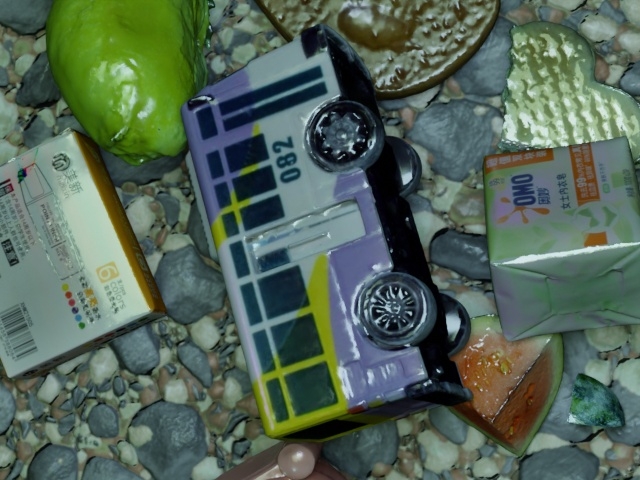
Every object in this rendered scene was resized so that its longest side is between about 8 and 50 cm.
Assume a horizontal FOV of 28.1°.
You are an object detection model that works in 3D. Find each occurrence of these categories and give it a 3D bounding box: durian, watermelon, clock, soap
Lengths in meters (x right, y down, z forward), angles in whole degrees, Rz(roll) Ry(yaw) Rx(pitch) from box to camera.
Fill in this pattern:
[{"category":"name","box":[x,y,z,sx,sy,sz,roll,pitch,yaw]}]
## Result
[{"category":"durian","box":[-0.231,-0.238,1.599,0.205,0.339,0.255,-26,110,11]},{"category":"watermelon","box":[0.332,0.211,1.572,0.085,0.085,0.061,55,136,10]},{"category":"clock","box":[-0.039,0.379,1.584,0.227,0.142,0.241,-31,90,12]},{"category":"soap","box":[0.288,-0.004,1.504,0.182,0.138,0.199,-9,44,12]},{"category":"watermelon","box":[0.196,0.166,1.561,0.145,0.137,0.192,28,121,33]}]

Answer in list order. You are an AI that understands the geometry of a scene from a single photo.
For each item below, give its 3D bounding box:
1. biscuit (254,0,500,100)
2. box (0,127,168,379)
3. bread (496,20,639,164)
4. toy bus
[{"category":"biscuit","box":[0.071,-0.365,1.651,0.314,0.063,0.367,-41,80,3]},{"category":"box","box":[-0.352,0.019,1.684,0.221,0.091,0.273,-23,82,7]},{"category":"bread","box":[0.296,-0.158,1.590,0.172,0.064,0.232,-41,80,2]},{"category":"toy bus","box":[0.000,0.000,1.488,0.249,0.209,0.439,-20,75,15]}]
